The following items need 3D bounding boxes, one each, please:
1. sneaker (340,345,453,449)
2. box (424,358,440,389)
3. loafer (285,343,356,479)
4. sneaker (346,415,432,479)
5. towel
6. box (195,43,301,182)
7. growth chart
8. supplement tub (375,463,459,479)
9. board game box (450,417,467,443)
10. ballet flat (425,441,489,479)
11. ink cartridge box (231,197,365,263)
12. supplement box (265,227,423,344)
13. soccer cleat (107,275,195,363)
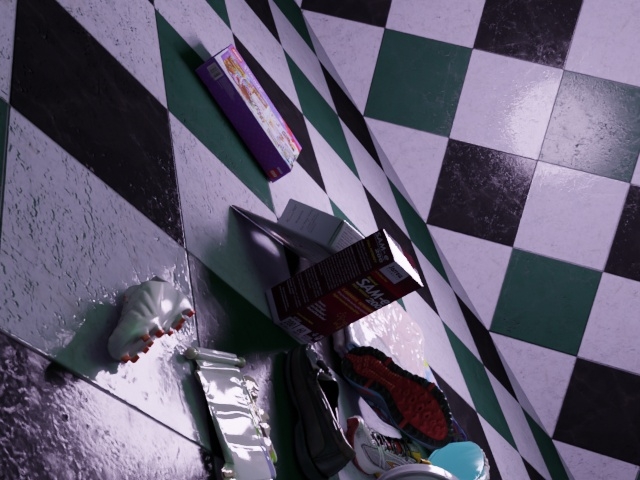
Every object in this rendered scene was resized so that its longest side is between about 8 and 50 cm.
[{"bbox_3d":[0.154,0.298,1.614,0.262,0.104,0.125,39,-18,38],"label":"sneaker"},{"bbox_3d":[0.232,0.314,2.073,0.178,0.042,0.109,64,17,16],"label":"box"},{"bbox_3d":[0.006,0.259,1.367,0.096,0.084,0.267,49,18,-34],"label":"loafer"},{"bbox_3d":[0.120,0.366,1.518,0.225,0.092,0.088,47,21,-36],"label":"sneaker"},{"bbox_3d":[0.132,0.206,1.863,0.332,0.053,0.317,48,24,-30],"label":"towel"},{"bbox_3d":[-0.153,-0.285,1.931,0.293,0.057,0.201,56,16,-14],"label":"box"},{"bbox_3d":[-0.108,0.244,1.151,0.172,0.021,0.237,38,27,-56],"label":"growth chart"},{"bbox_3d":[0.138,0.459,1.210,0.191,0.191,0.272,56,16,-14],"label":"supplement tub"},{"bbox_3d":[0.258,0.407,1.938,0.169,0.033,0.133,55,-21,12],"label":"board game box"},{"bbox_3d":[0.240,0.512,1.630,0.147,0.147,0.409,59,18,-1],"label":"ballet flat"},{"bbox_3d":[0.000,0.000,1.630,0.239,0.060,0.275,25,-9,36],"label":"ink cartridge box"},{"bbox_3d":[0.042,0.085,1.509,0.130,0.239,0.073,40,26,-52],"label":"supplement box"},{"bbox_3d":[-0.214,0.090,1.033,0.076,0.068,0.196,45,14,2],"label":"soccer cleat"}]
